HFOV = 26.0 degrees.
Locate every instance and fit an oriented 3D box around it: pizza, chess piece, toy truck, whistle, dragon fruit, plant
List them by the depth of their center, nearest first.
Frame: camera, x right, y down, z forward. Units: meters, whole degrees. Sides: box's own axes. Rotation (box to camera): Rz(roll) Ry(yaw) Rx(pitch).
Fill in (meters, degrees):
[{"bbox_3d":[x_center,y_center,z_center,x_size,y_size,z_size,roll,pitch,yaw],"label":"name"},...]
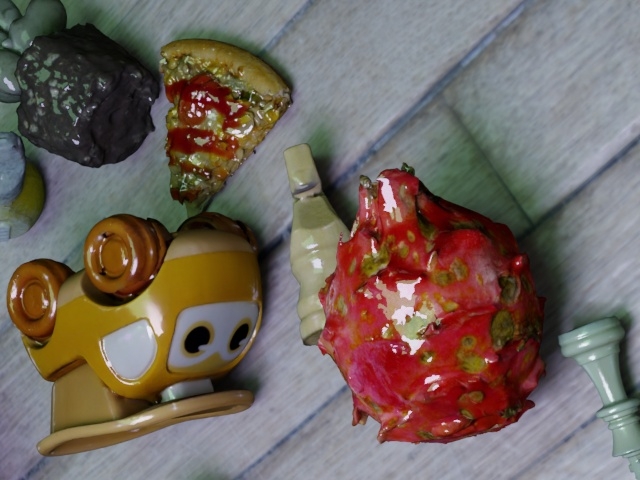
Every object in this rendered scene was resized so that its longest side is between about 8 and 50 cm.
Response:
[{"bbox_3d":[0.259,0.144,1.222,0.059,0.059,0.149,-23,80,33],"label":"chess piece"},{"bbox_3d":[0.096,0.055,1.241,0.205,0.210,0.268,-13,105,27],"label":"dragon fruit"},{"bbox_3d":[0.000,0.000,1.391,0.090,0.090,0.200,-25,71,32],"label":"chess piece"},{"bbox_3d":[-0.189,0.097,1.449,0.288,0.204,0.211,-24,77,32],"label":"toy truck"},{"bbox_3d":[-0.127,-0.117,1.503,0.188,0.062,0.198,22,102,36],"label":"pizza"},{"bbox_3d":[-0.316,-0.197,1.587,0.275,0.146,0.149,36,111,31],"label":"plant"},{"bbox_3d":[-0.381,-0.077,1.619,0.122,0.123,0.223,67,158,18],"label":"whistle"}]
